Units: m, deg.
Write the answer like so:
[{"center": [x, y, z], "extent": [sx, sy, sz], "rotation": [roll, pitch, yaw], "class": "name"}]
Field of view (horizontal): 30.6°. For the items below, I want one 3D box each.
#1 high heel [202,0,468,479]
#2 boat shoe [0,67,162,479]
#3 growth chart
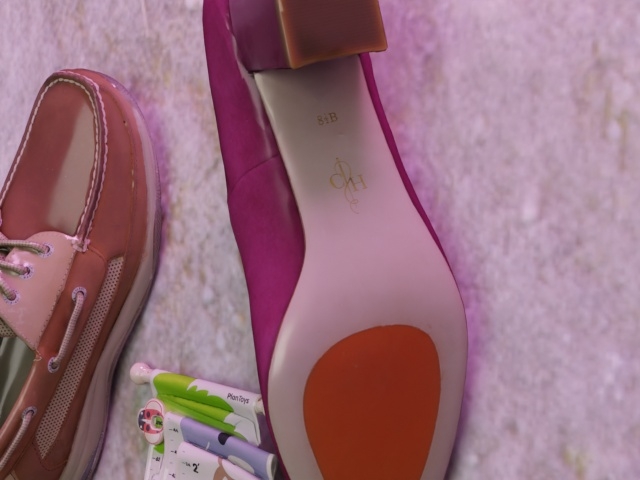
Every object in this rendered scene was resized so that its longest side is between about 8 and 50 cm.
[{"center": [0.000, 0.000, 0.731], "extent": [0.181, 0.127, 0.378], "rotation": [-165, 72, -73], "class": "high heel"}, {"center": [-0.199, 0.038, 0.819], "extent": [0.123, 0.116, 0.325], "rotation": [11, 93, 33], "class": "boat shoe"}, {"center": [-0.077, 0.203, 0.766], "extent": [0.172, 0.021, 0.237], "rotation": [-1, 82, 42], "class": "growth chart"}]
